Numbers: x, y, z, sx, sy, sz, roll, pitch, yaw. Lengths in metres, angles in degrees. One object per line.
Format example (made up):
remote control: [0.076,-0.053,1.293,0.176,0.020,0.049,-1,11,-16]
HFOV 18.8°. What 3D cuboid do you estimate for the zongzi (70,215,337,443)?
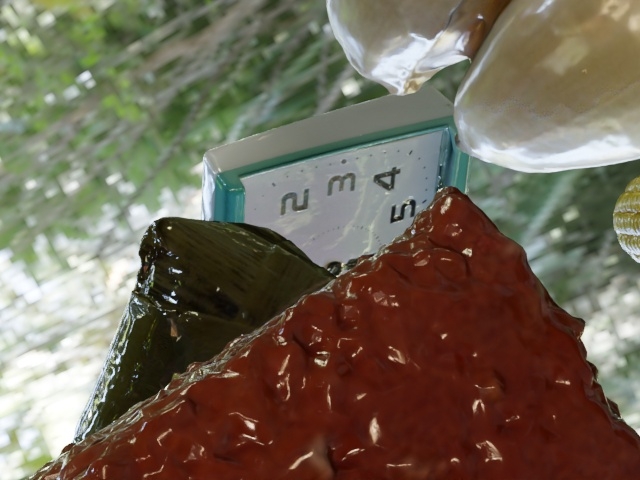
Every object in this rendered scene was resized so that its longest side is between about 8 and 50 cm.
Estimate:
zongzi: [-0.021,0.155,1.284,0.273,0.300,0.145,-67,-20,6]

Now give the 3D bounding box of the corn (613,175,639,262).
corn: [0.227,-0.017,1.122,0.067,0.206,0.067,1,-94,-15]

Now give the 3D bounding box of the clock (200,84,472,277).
clock: [0.000,0.000,1.649,0.231,0.262,0.116,-15,-136,-21]

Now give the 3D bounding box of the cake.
cake: [0.008,0.170,0.951,0.270,0.319,0.269,-33,-91,-25]

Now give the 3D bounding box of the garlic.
garlic: [0.170,-0.190,1.337,0.286,0.313,0.249,61,177,-3]
